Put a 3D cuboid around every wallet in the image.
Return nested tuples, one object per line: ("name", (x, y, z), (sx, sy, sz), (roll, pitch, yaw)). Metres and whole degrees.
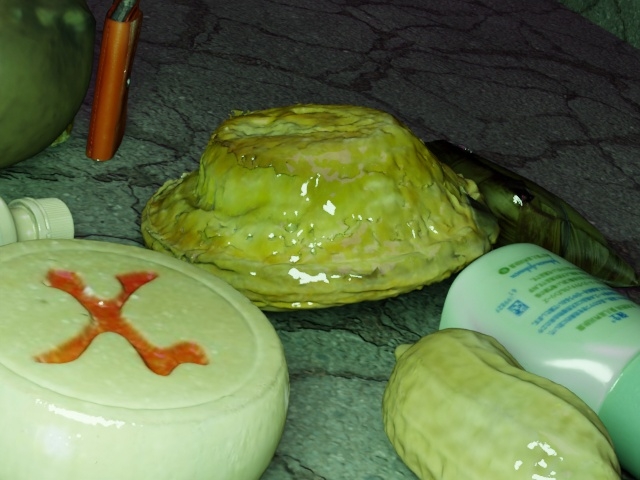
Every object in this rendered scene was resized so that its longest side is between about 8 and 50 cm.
("wallet", (-0.282, -0.226, 1.848), (0.045, 0.204, 0.142), (11, 24, -3))

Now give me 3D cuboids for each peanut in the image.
("peanut", (0.164, 0.183, 1.291), (0.174, 0.158, 0.340), (-24, 37, -25))

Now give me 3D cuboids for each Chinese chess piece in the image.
("Chinese chess piece", (-0.196, 0.128, 1.211), (0.338, 0.141, 0.338), (12, 24, -6))

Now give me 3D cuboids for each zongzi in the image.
("zongzi", (0.280, -0.021, 1.862), (0.300, 0.138, 0.286), (18, 13, -29))

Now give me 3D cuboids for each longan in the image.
("longan", (-0.432, -0.229, 1.649), (0.318, 0.319, 0.319), (13, 24, -6))

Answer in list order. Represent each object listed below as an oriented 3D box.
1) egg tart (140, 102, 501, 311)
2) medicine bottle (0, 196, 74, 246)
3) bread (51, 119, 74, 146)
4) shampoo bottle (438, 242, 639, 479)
("egg tart", (-0.003, -0.064, 1.627), (0.443, 0.178, 0.443), (0, 23, 0))
("medicine bottle", (-0.379, 0.000, 1.411), (0.252, 0.114, 0.114), (-10, 34, -46))
("bread", (-0.372, -0.162, 1.837), (0.066, 0.060, 0.110), (25, 19, -12))
("shampoo bottle", (0.305, 0.144, 1.465), (0.221, 0.151, 0.349), (-14, 36, -41))
